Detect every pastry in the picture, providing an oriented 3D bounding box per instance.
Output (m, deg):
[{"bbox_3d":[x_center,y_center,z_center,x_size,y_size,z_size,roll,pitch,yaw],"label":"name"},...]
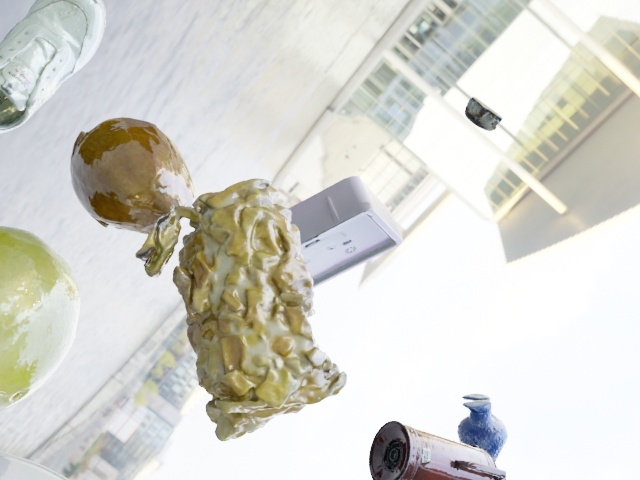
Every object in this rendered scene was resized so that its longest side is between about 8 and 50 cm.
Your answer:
[{"bbox_3d":[-0.079,0.052,0.613,0.154,0.249,0.102,-17,160,-10],"label":"pastry"}]

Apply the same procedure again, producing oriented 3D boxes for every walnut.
[{"bbox_3d":[-0.331,-0.109,1.165,0.209,0.209,0.336,-50,-135,-7],"label":"walnut"}]

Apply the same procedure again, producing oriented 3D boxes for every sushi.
[{"bbox_3d":[0.338,-0.261,1.353,0.046,0.083,0.044,-54,174,26],"label":"sushi"}]

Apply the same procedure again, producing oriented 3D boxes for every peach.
[{"bbox_3d":[-0.579,0.129,1.115,0.314,0.281,0.315,14,-124,35],"label":"peach"}]

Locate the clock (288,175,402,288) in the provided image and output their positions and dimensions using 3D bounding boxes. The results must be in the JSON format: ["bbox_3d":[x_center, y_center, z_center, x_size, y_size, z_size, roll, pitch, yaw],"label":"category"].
[{"bbox_3d":[0.000,0.000,0.909,0.197,0.063,0.150,-28,152,15],"label":"clock"}]

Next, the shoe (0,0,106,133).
[{"bbox_3d":[-0.517,-0.306,1.148,0.342,0.132,0.210,-39,-150,15],"label":"shoe"}]

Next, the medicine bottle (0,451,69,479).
[{"bbox_3d":[-0.435,0.433,0.772,0.301,0.241,0.241,-64,-173,-9],"label":"medicine bottle"}]

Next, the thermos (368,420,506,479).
[{"bbox_3d":[0.194,0.341,0.953,0.124,0.232,0.098,-35,-141,49],"label":"thermos"}]

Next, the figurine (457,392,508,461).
[{"bbox_3d":[0.396,0.508,1.579,0.164,0.121,0.262,-36,126,-60],"label":"figurine"}]
